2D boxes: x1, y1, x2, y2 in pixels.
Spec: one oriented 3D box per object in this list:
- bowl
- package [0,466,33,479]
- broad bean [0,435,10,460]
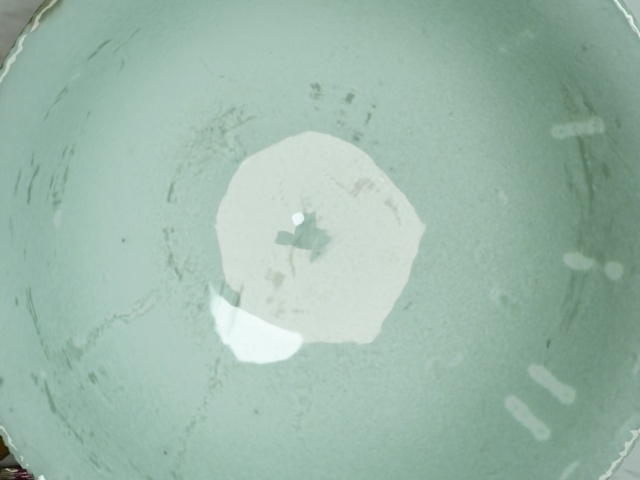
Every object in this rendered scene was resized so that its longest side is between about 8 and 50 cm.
[{"bbox_3d":[0.000,0.000,0.672,0.434,0.196,0.435,-2,98,-11],"label":"bowl"},{"bbox_3d":[-0.212,0.201,0.741,0.059,0.029,0.083,1,103,-16],"label":"package"},{"bbox_3d":[-0.267,0.050,0.662,0.156,0.122,0.228,-19,97,-14],"label":"broad bean"}]
